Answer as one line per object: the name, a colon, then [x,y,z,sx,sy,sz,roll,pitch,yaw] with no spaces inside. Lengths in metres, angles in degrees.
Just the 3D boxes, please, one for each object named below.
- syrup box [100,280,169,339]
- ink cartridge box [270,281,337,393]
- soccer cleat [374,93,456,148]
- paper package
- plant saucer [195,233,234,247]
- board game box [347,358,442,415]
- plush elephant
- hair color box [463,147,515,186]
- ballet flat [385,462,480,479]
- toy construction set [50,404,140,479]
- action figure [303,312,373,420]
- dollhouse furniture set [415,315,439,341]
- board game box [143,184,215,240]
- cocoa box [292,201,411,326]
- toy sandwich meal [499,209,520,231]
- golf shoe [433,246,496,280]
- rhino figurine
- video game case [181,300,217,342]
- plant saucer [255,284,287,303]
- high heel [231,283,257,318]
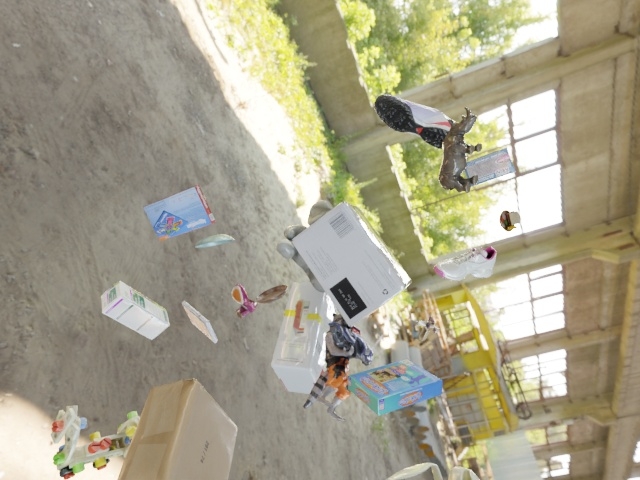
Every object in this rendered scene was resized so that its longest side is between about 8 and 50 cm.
syrup box: [-0.679,0.259,1.600,0.237,0.096,0.093,50,0,-42]
ink cartridge box: [-0.055,0.403,1.813,0.279,0.160,0.384,73,24,-48]
soccer cleat: [0.336,-0.432,1.525,0.108,0.318,0.116,122,-10,-53]
paper package: [-0.389,0.624,1.238,0.325,0.168,0.309,-86,160,-49]
plant saucer: [-0.514,-0.001,2.113,0.195,0.195,0.037,1,78,-76]
board game box: [0.205,0.402,1.212,0.160,0.210,0.047,-162,-112,-63]
plush elephant: [0.000,0.000,1.730,0.272,0.255,0.330,47,6,-15]
hair color box: [0.688,-0.300,1.816,0.105,0.174,0.347,70,18,-2]
ballet flat: [0.316,0.669,1.111,0.483,0.164,0.182,13,55,-21]
toy construction set: [-0.646,0.594,1.290,0.328,0.215,0.151,34,26,-46]
action figure: [0.042,0.381,1.425,0.341,0.179,0.330,55,39,-46]
dollhouse furniture set: [0.430,0.387,1.837,0.091,0.081,0.114,-111,-147,-58]
board game box: [-0.517,-0.096,1.584,0.027,0.281,0.145,-40,112,-57]
cocoa box: [0.114,0.074,1.488,0.347,0.231,0.228,55,15,10]
toy sandwich meal: [0.648,-0.069,1.488,0.029,0.086,0.085,-15,-86,60]
golf shoe: [0.607,0.086,1.813,0.115,0.306,0.140,54,-42,45]
rhino figurine: [0.388,-0.253,1.219,0.073,0.106,0.243,5,93,-44]
video game case: [-0.559,0.379,2.018,0.022,0.173,0.190,-43,150,-29]
plant saucer: [-0.234,0.267,2.123,0.168,0.168,0.029,-63,134,-72]
high heel: [-0.347,0.266,2.054,0.117,0.082,0.244,-40,145,-34]
